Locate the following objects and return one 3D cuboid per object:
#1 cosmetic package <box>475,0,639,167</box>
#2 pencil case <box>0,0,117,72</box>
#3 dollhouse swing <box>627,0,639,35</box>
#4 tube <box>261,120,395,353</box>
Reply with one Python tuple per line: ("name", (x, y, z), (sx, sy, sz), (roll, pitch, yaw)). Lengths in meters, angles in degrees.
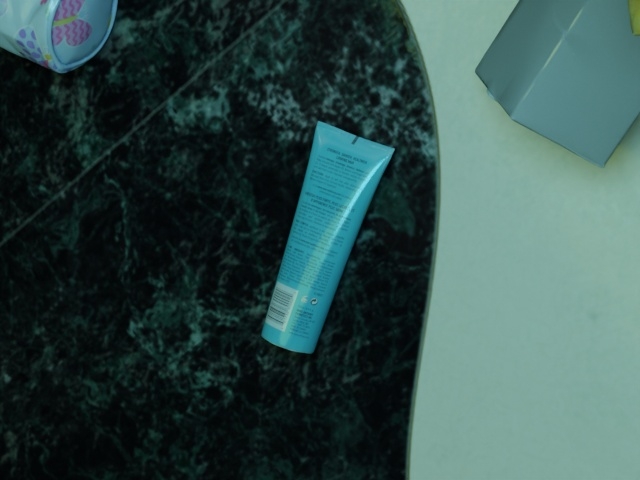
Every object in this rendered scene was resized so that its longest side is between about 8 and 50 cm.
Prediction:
("cosmetic package", (0.234, -0.193, 1.113), (0.107, 0.127, 0.238), (23, 112, -18))
("pencil case", (-0.333, -0.261, 1.381), (0.273, 0.113, 0.124), (24, 84, 21))
("dollhouse swing", (0.283, -0.317, 0.844), (0.315, 0.305, 0.347), (-8, 94, 14))
("tube", (0.000, 0.000, 1.296), (0.080, 0.052, 0.207), (20, 98, 16))
